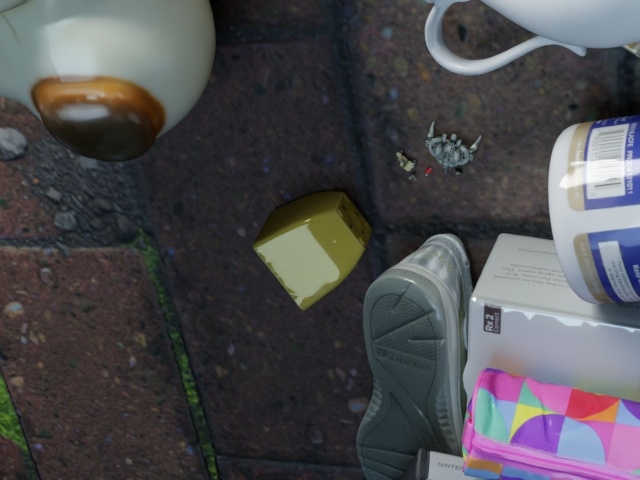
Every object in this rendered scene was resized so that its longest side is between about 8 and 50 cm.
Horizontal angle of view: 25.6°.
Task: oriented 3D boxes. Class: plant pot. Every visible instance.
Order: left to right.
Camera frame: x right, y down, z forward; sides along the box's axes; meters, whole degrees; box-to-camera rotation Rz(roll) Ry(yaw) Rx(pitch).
[{"bbox_3d":[0.000,0.000,1.323,0.083,0.081,0.081,-31,106,24],"label":"plant pot"}]

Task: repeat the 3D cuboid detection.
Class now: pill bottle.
[{"bbox_3d":[0.327,-0.034,1.111,0.265,0.153,0.153,-6,118,27],"label":"pill bottle"}]

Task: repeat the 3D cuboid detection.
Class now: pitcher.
[{"bbox_3d":[0.173,-0.198,1.095,0.207,0.125,0.177,15,131,26],"label":"pitcher"}]

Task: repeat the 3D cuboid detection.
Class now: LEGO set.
[{"bbox_3d":[0.106,-0.074,1.261,0.054,0.023,0.083,44,127,-9],"label":"LEGO set"}]

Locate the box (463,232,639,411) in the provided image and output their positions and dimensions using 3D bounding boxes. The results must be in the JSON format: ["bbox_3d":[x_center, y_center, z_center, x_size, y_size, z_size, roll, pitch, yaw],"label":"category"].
[{"bbox_3d":[0.231,0.107,1.266,0.182,0.119,0.181,9,125,18],"label":"box"}]

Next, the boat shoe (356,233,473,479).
[{"bbox_3d":[0.104,0.145,1.362,0.118,0.103,0.320,16,129,29],"label":"boat shoe"}]

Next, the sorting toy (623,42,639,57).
[{"bbox_3d":[0.254,-0.192,1.128,0.062,0.012,0.083,33,128,1],"label":"sorting toy"}]

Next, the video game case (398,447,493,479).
[{"bbox_3d":[0.181,0.288,1.361,0.248,0.035,0.275,12,148,-6],"label":"video game case"}]

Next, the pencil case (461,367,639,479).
[{"bbox_3d":[0.234,0.176,1.172,0.236,0.104,0.104,11,125,16],"label":"pencil case"}]

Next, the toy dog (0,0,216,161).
[{"bbox_3d":[-0.186,-0.273,1.134,0.396,0.284,0.407,3,125,0],"label":"toy dog"}]
